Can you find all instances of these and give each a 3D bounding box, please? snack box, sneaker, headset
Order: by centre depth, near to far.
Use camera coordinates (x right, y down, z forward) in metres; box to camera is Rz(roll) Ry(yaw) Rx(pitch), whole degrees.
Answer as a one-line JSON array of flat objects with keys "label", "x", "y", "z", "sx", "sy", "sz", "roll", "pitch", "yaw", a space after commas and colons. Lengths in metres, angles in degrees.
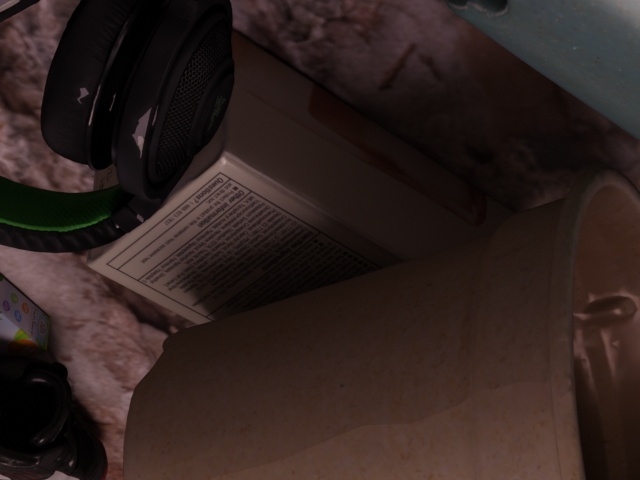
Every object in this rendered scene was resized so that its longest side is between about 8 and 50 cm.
[{"label": "headset", "x": -0.134, "y": -0.153, "z": 1.017, "sx": 0.243, "sy": 0.185, "sz": 0.394, "roll": 43, "pitch": 132, "yaw": -12}, {"label": "snack box", "x": -0.300, "y": 0.071, "z": 1.363, "sx": 0.141, "sy": 0.037, "sz": 0.100, "roll": -20, "pitch": 138, "yaw": 22}, {"label": "sneaker", "x": -0.235, "y": 0.157, "z": 1.381, "sx": 0.135, "sy": 0.097, "sz": 0.276, "roll": -18, "pitch": 154, "yaw": 21}]

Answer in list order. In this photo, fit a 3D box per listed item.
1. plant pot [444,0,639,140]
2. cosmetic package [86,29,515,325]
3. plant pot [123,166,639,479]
[{"label": "plant pot", "x": 0.265, "y": -0.156, "z": 0.898, "sx": 0.334, "sy": 0.341, "sz": 0.341, "roll": 27, "pitch": 133, "yaw": -17}, {"label": "cosmetic package", "x": 0.000, "y": 0.000, "z": 1.210, "sx": 0.296, "sy": 0.129, "sz": 0.153, "roll": 32, "pitch": 128, "yaw": -31}, {"label": "plant pot", "x": 0.060, "y": 0.145, "z": 1.071, "sx": 0.305, "sy": 0.334, "sz": 0.334, "roll": -10, "pitch": 139, "yaw": 23}]
